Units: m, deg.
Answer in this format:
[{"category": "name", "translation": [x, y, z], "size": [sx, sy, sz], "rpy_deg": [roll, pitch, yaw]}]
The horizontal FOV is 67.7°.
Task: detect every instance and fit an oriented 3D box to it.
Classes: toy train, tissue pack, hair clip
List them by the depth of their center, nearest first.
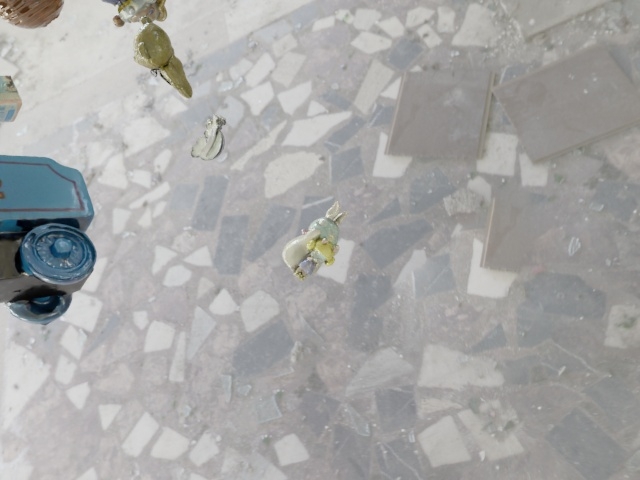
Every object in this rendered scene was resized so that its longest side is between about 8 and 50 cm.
[{"category": "toy train", "translation": [-0.507, -0.004, 0.737], "size": [0.188, 0.300, 0.265], "rpy_deg": [-43, 65, 37]}, {"category": "tissue pack", "translation": [-0.534, -0.221, 0.753], "size": [0.074, 0.094, 0.058], "rpy_deg": [-29, 88, 41]}, {"category": "hair clip", "translation": [-0.361, -0.330, 1.565], "size": [0.116, 0.049, 0.172], "rpy_deg": [42, 113, 32]}]

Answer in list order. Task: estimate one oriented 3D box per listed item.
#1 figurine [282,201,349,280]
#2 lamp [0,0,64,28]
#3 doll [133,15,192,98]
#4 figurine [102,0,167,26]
[{"category": "figurine", "translation": [0.000, 0.000, 1.428], "size": [0.127, 0.155, 0.235], "rpy_deg": [42, 100, -14]}, {"category": "lamp", "translation": [-0.545, -0.460, 0.877], "size": [0.136, 0.136, 0.136], "rpy_deg": [-7, 67, 18]}, {"category": "doll", "translation": [-0.377, -0.417, 1.133], "size": [0.097, 0.209, 0.137], "rpy_deg": [-18, 64, 6]}, {"category": "figurine", "translation": [-0.605, -0.742, 1.462], "size": [0.194, 0.274, 0.133], "rpy_deg": [-26, 85, 50]}]
